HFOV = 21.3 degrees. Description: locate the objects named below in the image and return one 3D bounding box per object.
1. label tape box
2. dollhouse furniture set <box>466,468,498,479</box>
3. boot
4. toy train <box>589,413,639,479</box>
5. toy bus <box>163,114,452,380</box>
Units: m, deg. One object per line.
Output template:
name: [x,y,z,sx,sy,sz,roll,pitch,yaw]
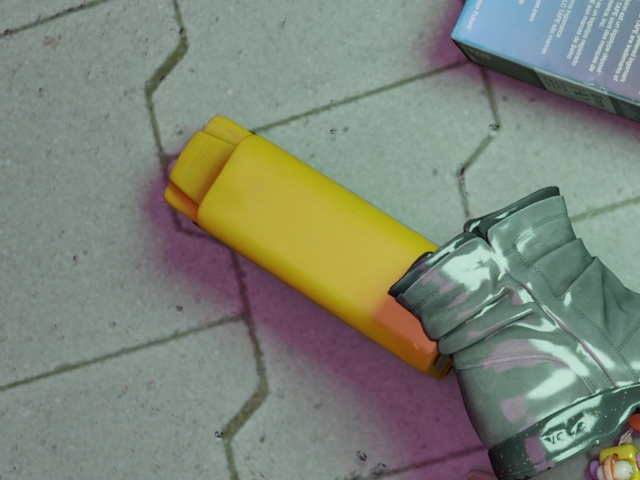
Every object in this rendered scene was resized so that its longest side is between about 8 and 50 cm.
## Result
label tape box: [0.320,-0.227,1.546,0.334,0.106,0.240,22,87,18]
dollhouse furniture set: [0.112,0.386,1.531,0.286,0.198,0.303,10,116,38]
boot: [0.245,0.045,1.450,0.338,0.118,0.222,-22,79,-22]
toy train: [0.299,0.196,1.492,0.125,0.046,0.166,-41,51,17]
toy bus: [0.000,0.000,1.589,0.333,0.130,0.108,33,91,18]
